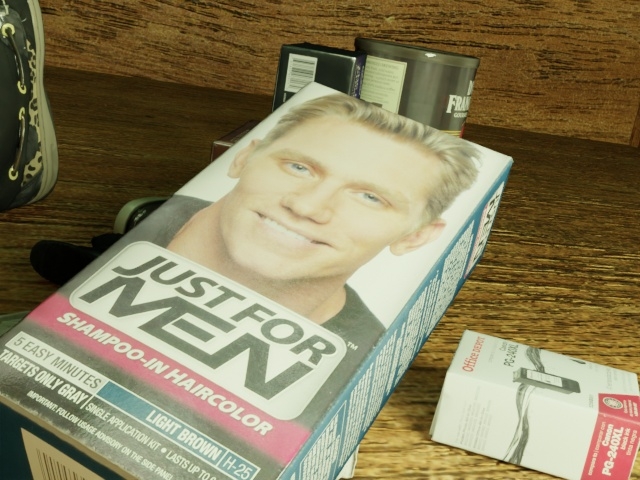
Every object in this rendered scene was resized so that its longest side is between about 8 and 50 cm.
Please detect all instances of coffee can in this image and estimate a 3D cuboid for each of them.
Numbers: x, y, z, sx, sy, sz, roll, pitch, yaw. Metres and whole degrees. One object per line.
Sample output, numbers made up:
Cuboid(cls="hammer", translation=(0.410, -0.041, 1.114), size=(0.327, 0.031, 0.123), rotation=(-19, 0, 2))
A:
Cuboid(cls="coffee can", translation=(0.131, -0.175, 1.349), size=(0.201, 0.275, 0.201), rotation=(9, 16, -3))

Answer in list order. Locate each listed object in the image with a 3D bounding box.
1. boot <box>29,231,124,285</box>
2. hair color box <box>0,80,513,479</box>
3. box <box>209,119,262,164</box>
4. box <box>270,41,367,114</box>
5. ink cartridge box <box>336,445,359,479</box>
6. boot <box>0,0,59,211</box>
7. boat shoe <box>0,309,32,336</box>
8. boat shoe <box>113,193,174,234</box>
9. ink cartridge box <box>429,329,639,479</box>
Cuboid(cls="boot", translation=(-0.237, 0.016, 0.879), size=(0.121, 0.045, 0.099), rotation=(14, 17, -11))
Cuboid(cls="hair color box", translation=(-0.027, 0.038, 0.529), size=(0.174, 0.105, 0.347), rotation=(24, 45, 19))
Cuboid(cls="box", translation=(-0.032, -0.032, 0.941), size=(0.167, 0.168, 0.203), rotation=(10, 16, 4))
Cuboid(cls="box", translation=(-0.011, -0.129, 1.125), size=(0.103, 0.261, 0.184), rotation=(10, 16, 3))
Cuboid(cls="ink cartridge box", translation=(-0.027, 0.095, 0.657), size=(0.139, 0.082, 0.191), rotation=(11, 15, 5))
Cuboid(cls="boot", translation=(-0.429, -0.186, 0.923), size=(0.138, 0.377, 0.284), rotation=(-1, 19, 11))
Cuboid(cls="boat shoe", translation=(-0.206, 0.095, 0.535), size=(0.096, 0.098, 0.277), rotation=(17, 8, 26))
Cuboid(cls="boat shoe", translation=(-0.154, -0.028, 1.032), size=(0.068, 0.081, 0.228), rotation=(20, 26, 25))
Cuboid(cls="ink cartridge box", translation=(0.174, 0.133, 0.671), size=(0.150, 0.063, 0.109), rotation=(14, 16, 14))
